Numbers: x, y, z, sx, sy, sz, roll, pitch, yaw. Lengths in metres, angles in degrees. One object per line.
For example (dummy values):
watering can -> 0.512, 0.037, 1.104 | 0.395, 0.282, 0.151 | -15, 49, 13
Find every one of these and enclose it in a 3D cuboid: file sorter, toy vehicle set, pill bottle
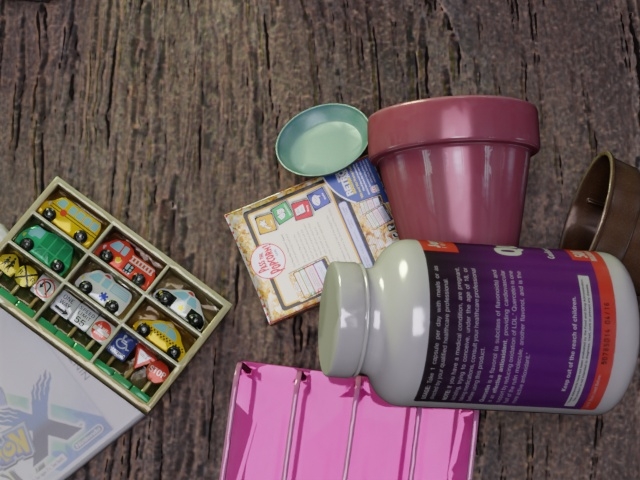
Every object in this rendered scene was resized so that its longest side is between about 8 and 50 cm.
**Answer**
file sorter -> 0.032, 0.254, 1.732 | 0.291, 0.182, 0.202 | 7, 83, 2
toy vehicle set -> -0.263, 0.066, 1.809 | 0.267, 0.035, 0.166 | 36, 73, 2
pill bottle -> 0.167, 0.093, 1.626 | 0.323, 0.181, 0.181 | 4, 84, -10

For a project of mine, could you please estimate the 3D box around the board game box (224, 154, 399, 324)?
board game box -> 0.000, 0.000, 1.830 | 0.194, 0.045, 0.146 | -22, 84, -1

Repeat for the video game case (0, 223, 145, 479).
video game case -> -0.427, 0.194, 1.822 | 0.329, 0.036, 0.300 | -39, 84, -3

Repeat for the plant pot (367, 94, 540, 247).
plant pot -> 0.159, -0.061, 1.754 | 0.201, 0.201, 0.180 | -4, 82, 1

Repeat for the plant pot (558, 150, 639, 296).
plant pot -> 0.385, -0.003, 1.773 | 0.165, 0.167, 0.167 | 17, 84, -5

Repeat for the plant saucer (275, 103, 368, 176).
plant saucer -> 0.005, -0.117, 1.832 | 0.119, 0.021, 0.119 | -9, 49, 11

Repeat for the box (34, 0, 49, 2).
box -> -0.442, -0.396, 1.851 | 0.231, 0.056, 0.183 | 4, 83, -13
